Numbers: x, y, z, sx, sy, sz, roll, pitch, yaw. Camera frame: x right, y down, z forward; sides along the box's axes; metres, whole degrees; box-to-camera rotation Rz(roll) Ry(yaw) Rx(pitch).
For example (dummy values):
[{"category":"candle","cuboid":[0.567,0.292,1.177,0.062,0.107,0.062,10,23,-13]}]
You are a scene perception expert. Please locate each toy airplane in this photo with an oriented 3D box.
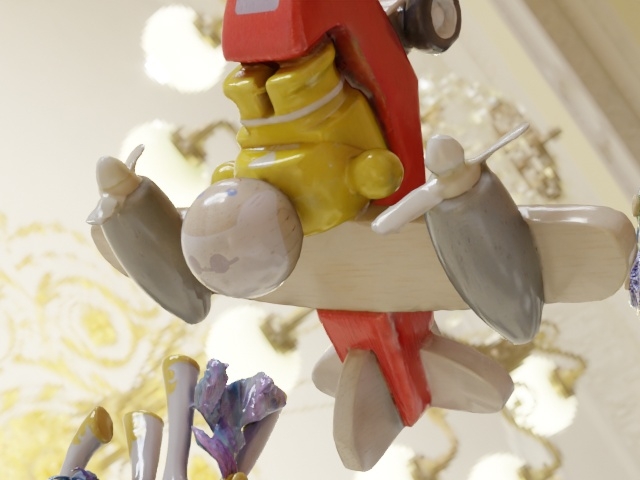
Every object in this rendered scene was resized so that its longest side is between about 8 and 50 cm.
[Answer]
[{"category":"toy airplane","cuboid":[0.000,0.000,1.128,0.384,0.386,0.272,47,-143,17]}]

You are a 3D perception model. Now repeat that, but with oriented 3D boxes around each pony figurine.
[{"category":"pony figurine","cuboid":[-0.148,0.294,1.505,0.303,0.351,0.363,49,-140,-35]}]

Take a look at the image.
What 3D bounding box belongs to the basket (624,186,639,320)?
[{"category":"basket","cuboid":[0.401,0.022,1.384,0.201,0.254,0.289,0,-170,-15]}]
